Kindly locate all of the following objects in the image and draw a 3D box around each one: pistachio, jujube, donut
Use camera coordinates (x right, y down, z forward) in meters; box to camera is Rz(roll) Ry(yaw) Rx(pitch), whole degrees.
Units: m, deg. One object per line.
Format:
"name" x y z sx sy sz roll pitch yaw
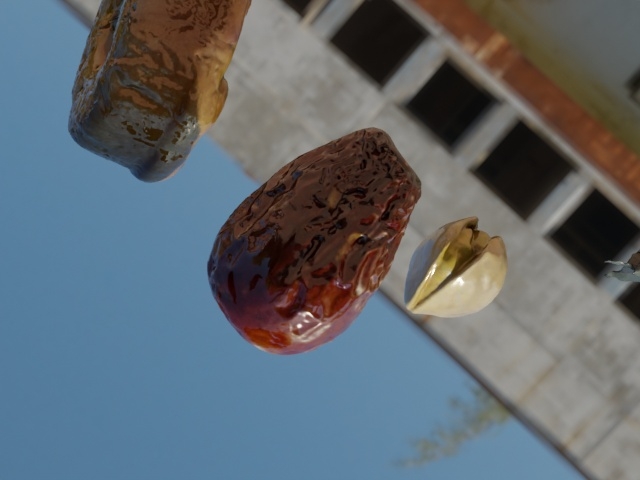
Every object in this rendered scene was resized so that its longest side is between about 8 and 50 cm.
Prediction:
"pistachio" 0.171 0.042 2.182 0.117 0.145 0.200 41 172 -1
"jujube" 0.000 0.000 1.668 0.168 0.236 0.168 43 -172 -8
"donut" -0.181 -0.233 2.024 0.150 0.299 0.317 22 -144 -17

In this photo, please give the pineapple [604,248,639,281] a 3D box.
"pineapple" 0.384 0.121 1.652 0.165 0.165 0.365 -75 -37 -74
